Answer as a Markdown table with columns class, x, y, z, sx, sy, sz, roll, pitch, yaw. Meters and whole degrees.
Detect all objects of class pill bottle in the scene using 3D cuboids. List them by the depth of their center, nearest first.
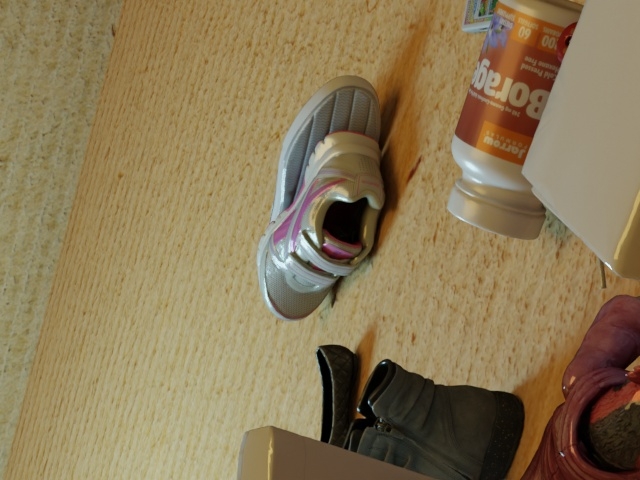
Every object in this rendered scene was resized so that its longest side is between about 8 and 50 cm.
| class | x | y | z | sx | sy | sz | roll | pitch | yaw |
| --- | --- | --- | --- | --- | --- | --- | --- | --- | --- |
| pill bottle | 0.193 | -0.116 | 1.803 | 0.121 | 0.121 | 0.216 | -132 | 56 | -65 |

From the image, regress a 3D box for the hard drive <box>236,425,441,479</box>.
| class | x | y | z | sx | sy | sz | roll | pitch | yaw |
| --- | --- | --- | --- | --- | --- | --- | --- | --- | --- |
| hard drive | 0.071 | 0.303 | 1.558 | 0.047 | 0.353 | 0.233 | -19 | 59 | 44 |

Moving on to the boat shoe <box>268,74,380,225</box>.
| class | x | y | z | sx | sy | sz | roll | pitch | yaw |
| --- | --- | --- | --- | --- | --- | --- | --- | --- | --- |
| boat shoe | -0.012 | -0.081 | 2.343 | 0.094 | 0.109 | 0.302 | -103 | 29 | -52 |

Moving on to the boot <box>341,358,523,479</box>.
| class | x | y | z | sx | sy | sz | roll | pitch | yaw |
| --- | --- | --- | --- | --- | --- | --- | --- | --- | --- |
| boot | 0.083 | 0.239 | 1.828 | 0.083 | 0.161 | 0.246 | -156 | 79 | -70 |

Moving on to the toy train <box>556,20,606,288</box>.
| class | x | y | z | sx | sy | sz | roll | pitch | yaw |
| --- | --- | --- | --- | --- | --- | --- | --- | --- | --- |
| toy train | 0.281 | -0.093 | 1.609 | 0.143 | 0.105 | 0.248 | -31 | 49 | 45 |

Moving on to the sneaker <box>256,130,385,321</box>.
| class | x | y | z | sx | sy | sz | roll | pitch | yaw |
| --- | --- | --- | --- | --- | --- | --- | --- | --- | --- |
| sneaker | 0.000 | 0.000 | 2.266 | 0.111 | 0.103 | 0.252 | -106 | 33 | -54 |

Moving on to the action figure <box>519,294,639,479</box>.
| class | x | y | z | sx | sy | sz | roll | pitch | yaw |
| --- | --- | --- | --- | --- | --- | --- | --- | --- | --- |
| action figure | 0.197 | 0.153 | 1.406 | 0.370 | 0.275 | 0.248 | 85 | 171 | -67 |

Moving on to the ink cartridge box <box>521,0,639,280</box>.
| class | x | y | z | sx | sy | sz | roll | pitch | yaw |
| --- | --- | --- | --- | --- | --- | --- | --- | --- | --- |
| ink cartridge box | 0.338 | -0.155 | 1.210 | 0.166 | 0.285 | 0.395 | -122 | 47 | -61 |

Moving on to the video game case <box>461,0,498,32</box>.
| class | x | y | z | sx | sy | sz | roll | pitch | yaw |
| --- | --- | --- | --- | --- | --- | --- | --- | --- | --- |
| video game case | 0.198 | -0.299 | 2.040 | 0.143 | 0.019 | 0.157 | -174 | 96 | -70 |

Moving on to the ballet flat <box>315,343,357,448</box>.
| class | x | y | z | sx | sy | sz | roll | pitch | yaw |
| --- | --- | --- | --- | --- | --- | --- | --- | --- | --- |
| ballet flat | 0.007 | 0.203 | 2.205 | 0.057 | 0.049 | 0.173 | 151 | 128 | -65 |
